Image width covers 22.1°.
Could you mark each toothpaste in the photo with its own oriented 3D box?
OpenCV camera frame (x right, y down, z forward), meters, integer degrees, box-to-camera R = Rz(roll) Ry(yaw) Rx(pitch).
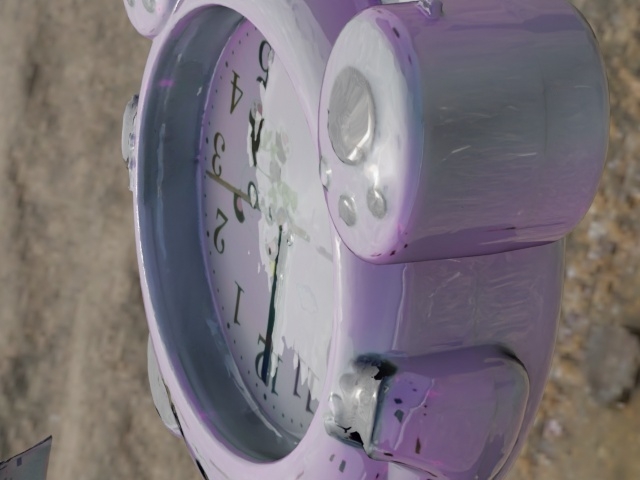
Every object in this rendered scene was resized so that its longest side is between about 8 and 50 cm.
[{"bbox_3d":[-0.181,0.179,0.972,0.028,0.045,0.170,45,142,30],"label":"toothpaste"}]

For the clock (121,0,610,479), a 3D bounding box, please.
[{"bbox_3d":[0.000,0.000,0.574,0.227,0.090,0.248,47,137,50],"label":"clock"}]
